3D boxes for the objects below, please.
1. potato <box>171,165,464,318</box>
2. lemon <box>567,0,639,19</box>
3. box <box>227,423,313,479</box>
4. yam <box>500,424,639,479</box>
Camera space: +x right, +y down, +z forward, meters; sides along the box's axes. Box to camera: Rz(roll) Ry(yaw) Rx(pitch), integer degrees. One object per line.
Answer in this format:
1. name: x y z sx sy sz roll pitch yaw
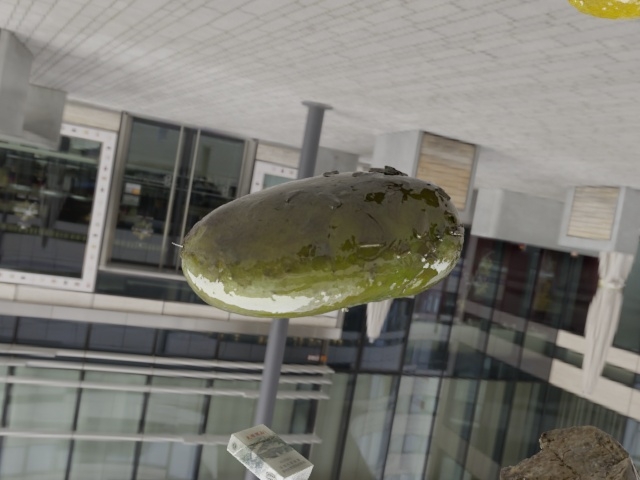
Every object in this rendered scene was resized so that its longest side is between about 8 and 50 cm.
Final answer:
1. potato: 0.000 0.000 0.501 0.251 0.113 0.149 -3 -152 -4
2. lemon: 0.317 -0.314 0.556 0.231 0.192 0.192 -21 164 35
3. box: -0.056 0.241 0.650 0.083 0.024 0.054 27 -165 33
4. yam: 0.253 0.302 0.523 0.129 0.238 0.128 -18 177 20
